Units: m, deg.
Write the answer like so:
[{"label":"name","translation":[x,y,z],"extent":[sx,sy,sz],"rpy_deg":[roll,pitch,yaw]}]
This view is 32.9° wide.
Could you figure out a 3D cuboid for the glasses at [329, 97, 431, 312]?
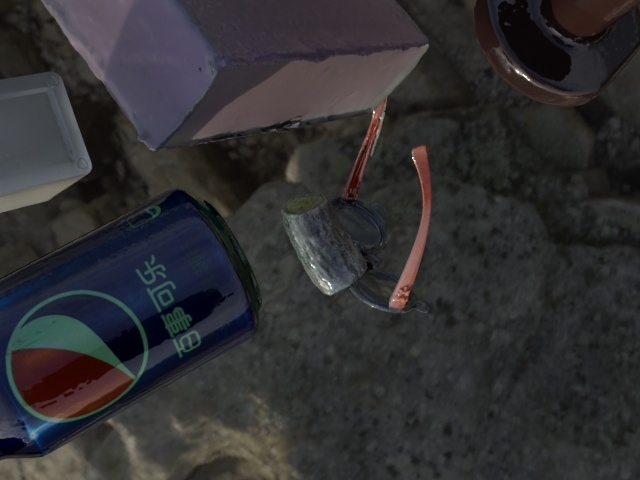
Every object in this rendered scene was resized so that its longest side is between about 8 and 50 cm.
[{"label":"glasses","translation":[0.102,-0.060,1.423],"extent":[0.118,0.234,0.268],"rpy_deg":[4,130,-21]}]

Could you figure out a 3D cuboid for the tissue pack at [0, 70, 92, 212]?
[{"label":"tissue pack","translation":[-0.458,-0.119,1.455],"extent":[0.136,0.246,0.160],"rpy_deg":[-20,89,48]}]

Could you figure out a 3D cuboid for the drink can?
[{"label":"drink can","translation":[-0.146,0.056,0.712],"extent":[0.204,0.118,0.118],"rpy_deg":[-30,102,-14]}]

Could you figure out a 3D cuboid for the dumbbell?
[{"label":"dumbbell","translation":[0.210,-0.190,0.754],"extent":[0.124,0.140,0.225],"rpy_deg":[45,160,-3]}]

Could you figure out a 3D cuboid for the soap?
[{"label":"soap","translation":[-0.092,-0.217,0.872],"extent":[0.285,0.296,0.107],"rpy_deg":[51,123,13]}]

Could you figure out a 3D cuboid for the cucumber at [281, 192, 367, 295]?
[{"label":"cucumber","translation":[0.001,0.002,1.177],"extent":[0.064,0.064,0.112],"rpy_deg":[-21,109,28]}]
